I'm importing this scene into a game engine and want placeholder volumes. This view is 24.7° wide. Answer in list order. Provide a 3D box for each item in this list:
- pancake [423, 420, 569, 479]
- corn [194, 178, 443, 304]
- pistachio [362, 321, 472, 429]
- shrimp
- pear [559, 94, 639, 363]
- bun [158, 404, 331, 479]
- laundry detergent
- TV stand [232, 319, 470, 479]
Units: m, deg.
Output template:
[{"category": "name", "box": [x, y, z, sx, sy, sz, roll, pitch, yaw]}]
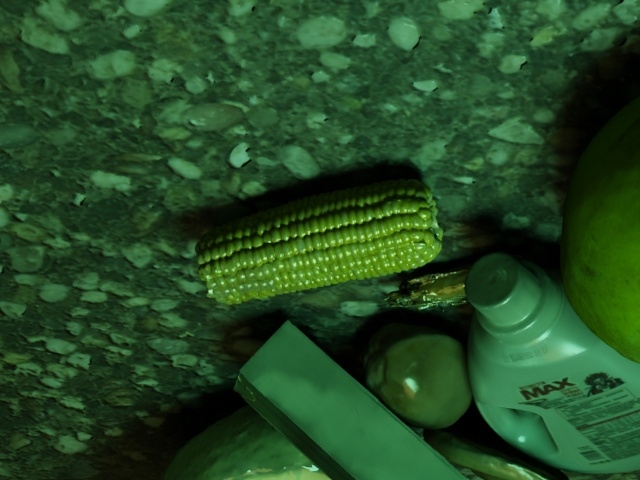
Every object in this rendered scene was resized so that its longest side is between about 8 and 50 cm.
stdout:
[{"category": "pancake", "box": [0.230, 0.278, 1.748, 0.241, 0.050, 0.242, 23, -179, 0]}, {"category": "corn", "box": [0.000, 0.000, 1.448, 0.244, 0.093, 0.093, -11, 142, 14]}, {"category": "pistachio", "box": [0.113, 0.155, 1.651, 0.126, 0.108, 0.185, -32, 144, 4]}, {"category": "shrimp", "box": [0.163, 0.062, 1.586, 0.178, 0.034, 0.124, -16, 145, 6]}, {"category": "pear", "box": [0.339, -0.011, 1.319, 0.252, 0.253, 0.307, 4, 146, -8]}, {"category": "bun", "box": [-0.039, 0.336, 1.789, 0.364, 0.202, 0.364, -3, 125, -5]}, {"category": "laundry detergent", "box": [0.261, 0.131, 1.582, 0.264, 0.125, 0.398, -19, 144, 28]}, {"category": "TV stand", "box": [0.031, 0.214, 1.607, 0.269, 0.088, 0.083, 42, 160, 7]}]
